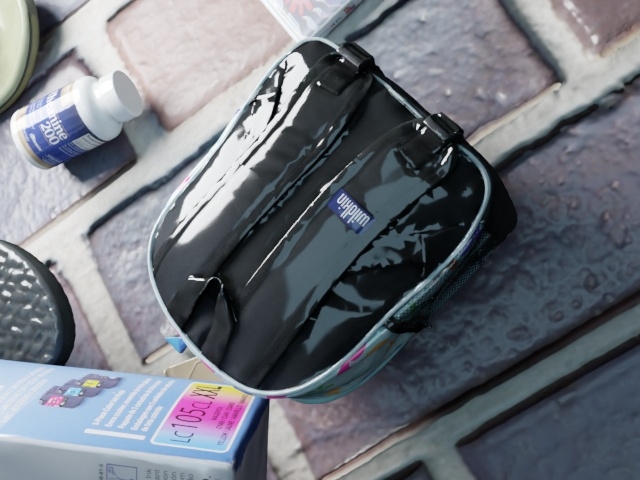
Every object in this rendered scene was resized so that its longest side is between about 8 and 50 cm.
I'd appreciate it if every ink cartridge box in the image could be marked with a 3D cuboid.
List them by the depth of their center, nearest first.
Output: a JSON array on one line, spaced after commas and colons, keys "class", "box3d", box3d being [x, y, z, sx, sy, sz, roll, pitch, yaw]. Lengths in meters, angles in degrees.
[{"class": "ink cartridge box", "box3d": [-0.250, 0.245, 0.716, 0.395, 0.151, 0.270, 5, 102, 5]}]

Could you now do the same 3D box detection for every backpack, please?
[{"class": "backpack", "box3d": [0.000, 0.000, 0.704, 0.253, 0.191, 0.225, -47, 68, 2]}]

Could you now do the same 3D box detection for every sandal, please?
[{"class": "sandal", "box3d": [-0.394, 0.104, 0.904, 0.445, 0.107, 0.168, -16, 79, 31]}, {"class": "sandal", "box3d": [-0.414, -0.164, 0.937, 0.303, 0.086, 0.120, -39, 72, 12]}]

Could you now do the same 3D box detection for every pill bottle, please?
[{"class": "pill bottle", "box3d": [-0.240, -0.122, 0.877, 0.120, 0.067, 0.067, -22, 76, 17]}]

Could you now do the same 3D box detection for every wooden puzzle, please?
[{"class": "wooden puzzle", "box3d": [-0.106, 0.142, 0.825, 0.078, 0.014, 0.116, -14, 79, 14]}]

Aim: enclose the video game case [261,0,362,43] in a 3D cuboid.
[{"class": "video game case", "box3d": [-0.007, -0.310, 0.834, 0.183, 0.023, 0.201, -42, 72, 12]}]
